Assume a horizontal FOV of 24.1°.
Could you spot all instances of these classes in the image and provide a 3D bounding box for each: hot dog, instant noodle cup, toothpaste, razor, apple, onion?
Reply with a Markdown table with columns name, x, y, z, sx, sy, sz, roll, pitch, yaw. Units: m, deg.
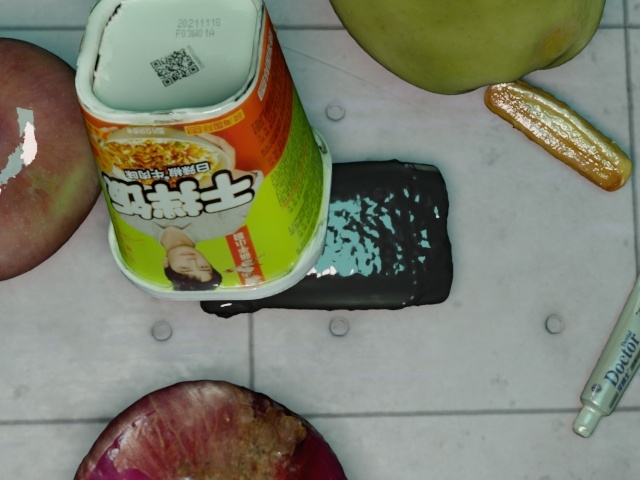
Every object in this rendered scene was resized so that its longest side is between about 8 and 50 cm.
| name | x | y | z | sx | sy | sz | roll | pitch | yaw |
| --- | --- | --- | --- | --- | --- | --- | --- | --- | --- |
| hot dog | 0.308 | -0.143 | 1.927 | 0.215 | 0.047 | 0.066 | 33 | 118 | 1 |
| instant noodle cup | -0.137 | -0.121 | 1.683 | 0.294 | 0.308 | 0.294 | -5 | 56 | 7 |
| toothpaste | 0.388 | 0.136 | 1.905 | 0.067 | 0.037 | 0.255 | 32 | 78 | 0 |
| razor | -0.001 | -0.001 | 1.857 | 0.327 | 0.107 | 0.189 | -4 | 81 | -4 |
| apple | 0.168 | -0.348 | 1.803 | 0.357 | 0.357 | 0.357 | 1 | 83 | -4 |
| apple | -0.398 | -0.095 | 1.777 | 0.305 | 0.235 | 0.306 | 0 | 83 | -2 |
| onion | -0.112 | 0.338 | 1.672 | 0.347 | 0.385 | 0.348 | -2 | 97 | -12 |

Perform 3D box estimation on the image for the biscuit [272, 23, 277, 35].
| name | x | y | z | sx | sy | sz | roll | pitch | yaw |
| --- | --- | --- | --- | --- | --- | --- | --- | --- | --- |
| biscuit | -0.140 | -0.180 | 1.906 | 0.162 | 0.035 | 0.250 | 41 | 85 | -4 |
